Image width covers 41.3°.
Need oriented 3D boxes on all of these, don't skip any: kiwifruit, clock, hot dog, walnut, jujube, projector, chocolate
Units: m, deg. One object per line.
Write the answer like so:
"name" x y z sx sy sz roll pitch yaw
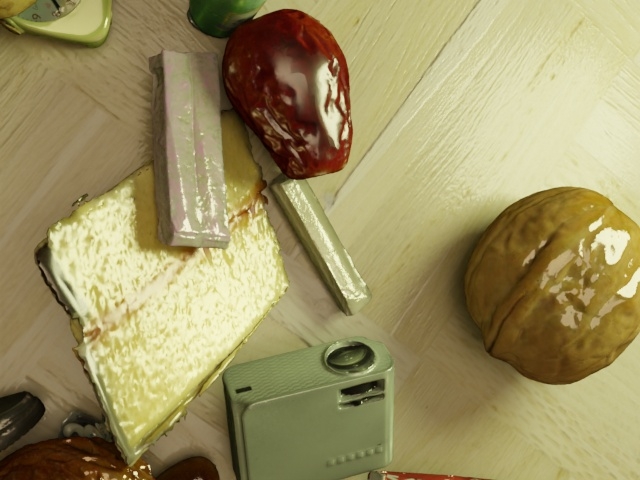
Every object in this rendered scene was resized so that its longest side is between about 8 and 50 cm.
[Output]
"kiwifruit" -0.211 0.378 1.288 0.124 0.075 0.075 -34 98 -10
"clock" -0.420 -0.378 1.239 0.231 0.069 0.170 4 89 -14
"hot dog" -0.383 0.432 1.183 0.387 0.174 0.267 -41 104 3
"walnut" 0.378 0.070 1.359 0.277 0.252 0.313 44 89 -11
"jujube" -0.041 -0.218 1.287 0.190 0.190 0.255 -19 98 -15
"projector" -0.015 0.265 1.288 0.250 0.108 0.198 -12 123 -14
"chocolate" -0.116 -0.365 1.206 0.110 0.291 0.110 -1 92 -17

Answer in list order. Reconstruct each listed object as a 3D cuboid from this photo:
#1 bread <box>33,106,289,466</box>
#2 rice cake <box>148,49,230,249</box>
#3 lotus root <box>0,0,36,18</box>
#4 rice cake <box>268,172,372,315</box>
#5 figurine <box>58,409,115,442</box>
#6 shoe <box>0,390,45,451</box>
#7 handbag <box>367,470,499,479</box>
"bread" -0.193 0.040 1.223 0.405 0.242 0.346 -33 98 -9
"rice cake" -0.191 -0.134 1.225 0.106 0.050 0.298 5 75 -42
"lotus root" -0.417 -0.405 1.130 0.160 0.146 0.284 34 84 7
"rice cake" 0.000 0.000 1.358 0.057 0.052 0.256 -32 98 -16
"figurine" -0.334 0.291 1.249 0.086 0.082 0.094 -21 95 -36
"shoe" -0.546 0.252 1.175 0.292 0.109 0.149 -26 102 -9
"handbag" 0.208 0.462 1.372 0.298 0.151 0.171 12 83 -8
